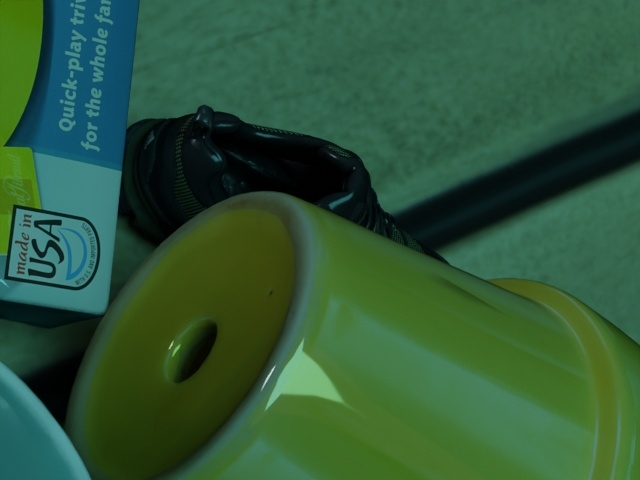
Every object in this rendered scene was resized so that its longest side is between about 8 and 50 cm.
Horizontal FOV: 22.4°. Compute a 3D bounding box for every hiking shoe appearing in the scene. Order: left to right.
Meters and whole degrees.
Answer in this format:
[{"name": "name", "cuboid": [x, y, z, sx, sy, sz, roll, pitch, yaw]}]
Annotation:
[{"name": "hiking shoe", "cuboid": [0.000, 0.000, 0.875, 0.227, 0.114, 0.086, 26, 70, -27]}]

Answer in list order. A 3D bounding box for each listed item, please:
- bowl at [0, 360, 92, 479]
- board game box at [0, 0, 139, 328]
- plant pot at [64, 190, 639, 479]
[{"name": "bowl", "cuboid": [-0.251, 0.173, 0.657, 0.311, 0.163, 0.312, 5, 81, -35]}, {"name": "board game box", "cuboid": [-0.252, -0.109, 0.754, 0.336, 0.079, 0.254, 11, 77, -31]}, {"name": "plant pot", "cuboid": [0.019, 0.104, 0.776, 0.239, 0.254, 0.254, 37, 65, -30]}]
